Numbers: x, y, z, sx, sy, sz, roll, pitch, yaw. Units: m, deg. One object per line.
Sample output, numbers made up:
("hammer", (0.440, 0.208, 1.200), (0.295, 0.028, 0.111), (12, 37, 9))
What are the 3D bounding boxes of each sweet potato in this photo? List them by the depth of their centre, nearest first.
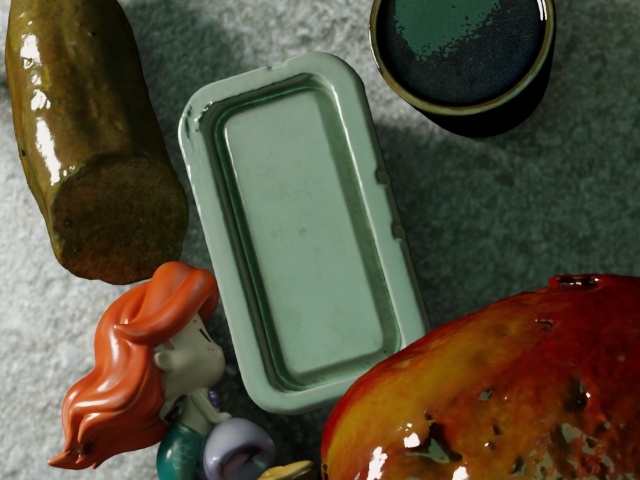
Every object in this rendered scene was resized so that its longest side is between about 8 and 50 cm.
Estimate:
("sweet potato", (-0.239, -0.140, 1.410), (0.158, 0.158, 0.370), (-21, 71, 9))

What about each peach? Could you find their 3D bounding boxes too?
("peach", (0.206, 0.207, 1.075), (0.416, 0.339, 0.353), (-4, 117, 3))

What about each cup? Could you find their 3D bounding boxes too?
("cup", (0.162, -0.212, 1.315), (0.166, 0.177, 0.239), (32, 91, 15))

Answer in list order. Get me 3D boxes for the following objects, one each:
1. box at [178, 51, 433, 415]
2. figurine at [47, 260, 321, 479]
("box", (0.000, 0.000, 1.322), (0.175, 0.182, 0.312), (-17, 81, 9))
("figurine", (-0.142, 0.166, 1.338), (0.208, 0.181, 0.257), (-44, 71, 23))
